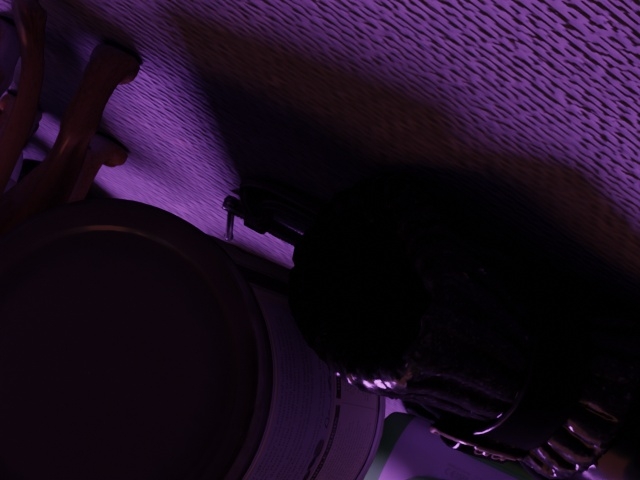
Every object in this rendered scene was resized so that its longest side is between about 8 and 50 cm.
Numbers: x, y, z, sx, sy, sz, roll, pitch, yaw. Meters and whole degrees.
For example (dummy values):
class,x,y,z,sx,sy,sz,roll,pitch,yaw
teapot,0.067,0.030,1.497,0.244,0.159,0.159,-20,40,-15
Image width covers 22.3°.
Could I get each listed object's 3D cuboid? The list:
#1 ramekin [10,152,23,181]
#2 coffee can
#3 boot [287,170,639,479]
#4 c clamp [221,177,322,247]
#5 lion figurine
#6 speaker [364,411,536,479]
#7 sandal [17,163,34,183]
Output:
class,x,y,z,sx,sy,sz,roll,pitch,yaw
ramekin,-0.338,-0.073,1.301,0.207,0.109,0.207,26,166,7
coffee can,-0.087,0.096,1.026,0.202,0.201,0.275,23,178,19
boot,0.155,0.084,0.886,0.260,0.131,0.348,38,163,-34
c clamp,0.000,0.000,1.118,0.161,0.022,0.137,26,161,13
lion figurine,-0.225,-0.001,1.076,0.142,0.240,0.392,27,165,5
speaker,0.178,0.269,1.510,0.297,0.131,0.131,24,165,14
sandal,-0.261,-0.037,1.422,0.067,0.040,0.179,38,163,-33
